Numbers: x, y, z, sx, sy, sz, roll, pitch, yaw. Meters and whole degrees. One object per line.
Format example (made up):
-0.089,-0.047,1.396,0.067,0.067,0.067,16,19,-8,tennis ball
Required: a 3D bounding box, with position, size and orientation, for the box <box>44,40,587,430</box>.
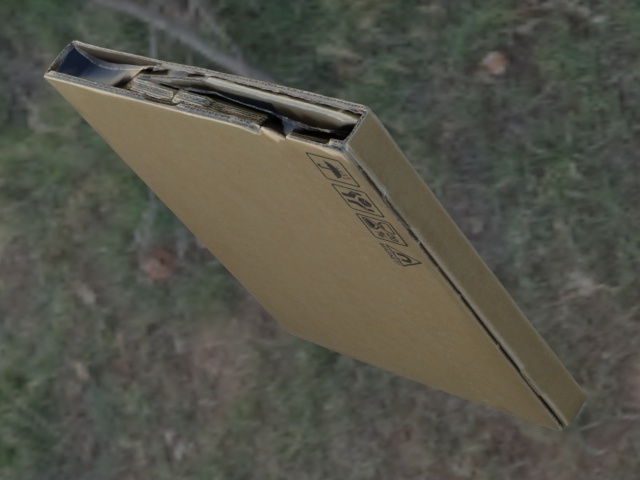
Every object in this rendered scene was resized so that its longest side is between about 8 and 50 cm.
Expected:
0.000,0.000,0.648,0.164,0.201,0.021,17,68,41,box
